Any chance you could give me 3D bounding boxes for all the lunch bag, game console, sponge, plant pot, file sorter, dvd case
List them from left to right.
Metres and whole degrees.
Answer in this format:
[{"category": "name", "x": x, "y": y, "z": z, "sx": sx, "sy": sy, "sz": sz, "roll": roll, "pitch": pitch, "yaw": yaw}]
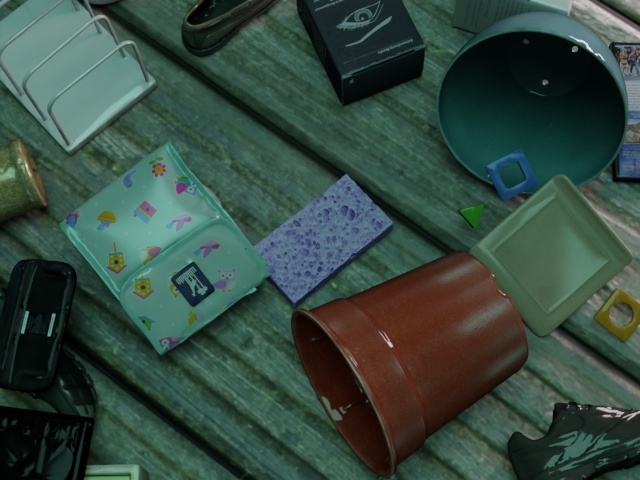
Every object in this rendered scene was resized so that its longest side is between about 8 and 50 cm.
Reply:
[{"category": "game console", "x": -0.423, "y": 0.202, "z": 1.685, "sx": 0.213, "sy": 0.044, "sz": 0.361, "roll": 7, "pitch": 73, "yaw": 6}, {"category": "file sorter", "x": -0.443, "y": -0.323, "z": 1.904, "sx": 0.193, "sy": 0.173, "sz": 0.277, "roll": -41, "pitch": 75, "yaw": -11}, {"category": "lunch bag", "x": -0.235, "y": 0.019, "z": 1.782, "sx": 0.223, "sy": 0.160, "sz": 0.262, "roll": -37, "pitch": 77, "yaw": -7}, {"category": "sponge", "x": 0.000, "y": 0.000, "z": 1.848, "sx": 0.210, "sy": 0.031, "sz": 0.117, "roll": -38, "pitch": 73, "yaw": -11}, {"category": "plant pot", "x": 0.139, "y": 0.161, "z": 1.679, "sx": 0.265, "sy": 0.272, "sz": 0.272, "roll": -27, "pitch": 72, "yaw": -16}, {"category": "plant pot", "x": 0.345, "y": -0.245, "z": 1.820, "sx": 0.290, "sy": 0.290, "sz": 0.195, "roll": 18, "pitch": 41, "yaw": 8}, {"category": "dvd case", "x": 0.572, "y": -0.212, "z": 1.911, "sx": 0.180, "sy": 0.022, "sz": 0.253, "roll": 2, "pitch": 71, "yaw": 3}]

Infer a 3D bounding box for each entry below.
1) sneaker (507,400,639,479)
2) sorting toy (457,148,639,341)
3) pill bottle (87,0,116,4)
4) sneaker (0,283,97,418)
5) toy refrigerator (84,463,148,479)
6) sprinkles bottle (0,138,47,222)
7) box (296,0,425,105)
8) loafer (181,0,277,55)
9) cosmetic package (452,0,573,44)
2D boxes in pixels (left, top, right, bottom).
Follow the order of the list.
[{"category": "sneaker", "x": 0.409, "y": 0.284, "z": 1.699, "sx": 0.286, "sy": 0.109, "sz": 0.130, "roll": -21, "pitch": 65, "yaw": -8}, {"category": "sorting toy", "x": 0.358, "y": 0.024, "z": 1.802, "sx": 0.196, "sy": 0.047, "sz": 0.347, "roll": -40, "pitch": 91, "yaw": 0}, {"category": "pill bottle", "x": -0.388, "y": -0.519, "z": 1.922, "sx": 0.146, "sy": 0.264, "sz": 0.146, "roll": 0, "pitch": 70, "yaw": 1}, {"category": "sneaker", "x": -0.445, "y": 0.192, "z": 1.775, "sx": 0.106, "sy": 0.101, "sz": 0.267, "roll": -44, "pitch": 73, "yaw": 8}, {"category": "toy refrigerator", "x": -0.393, "y": 0.387, "z": 1.690, "sx": 0.269, "sy": 0.094, "sz": 0.102, "roll": -1, "pitch": 70, "yaw": 1}, {"category": "sprinkles bottle", "x": -0.622, "y": -0.045, "z": 1.837, "sx": 0.355, "sy": 0.121, "sz": 0.121, "roll": -22, "pitch": 71, "yaw": -6}, {"category": "box", "x": 0.065, "y": -0.355, "z": 1.932, "sx": 0.153, "sy": 0.108, "sz": 0.207, "roll": -21, "pitch": 72, "yaw": -6}, {"category": "loafer", "x": -0.135, "y": -0.428, "z": 1.975, "sx": 0.096, "sy": 0.084, "sz": 0.267, "roll": 38, "pitch": 78, "yaw": 13}, {"category": "cosmetic package", "x": 0.334, "y": -0.428, "z": 1.925, "sx": 0.184, "sy": 0.151, "sz": 0.151, "roll": 18, "pitch": 72, "yaw": 8}]
